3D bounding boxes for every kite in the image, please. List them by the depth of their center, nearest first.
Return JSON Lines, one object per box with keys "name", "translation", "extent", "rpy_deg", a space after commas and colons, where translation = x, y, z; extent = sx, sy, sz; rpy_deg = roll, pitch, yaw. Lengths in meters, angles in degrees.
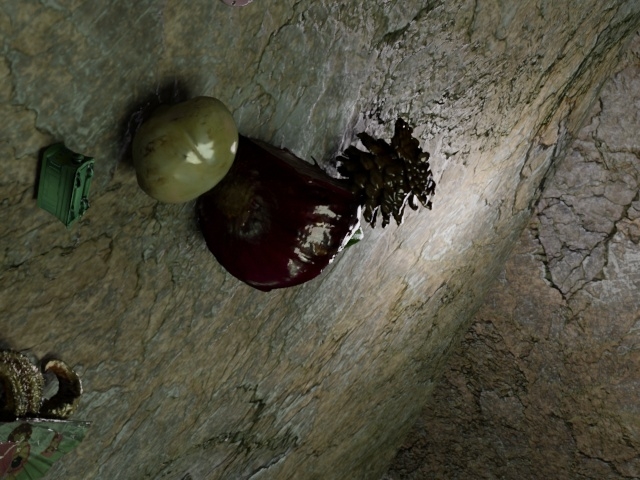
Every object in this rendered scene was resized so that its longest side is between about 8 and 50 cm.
{"name": "kite", "translation": [-0.404, 0.316, 1.158], "extent": [0.323, 0.013, 0.268], "rpy_deg": [-43, 150, -44]}

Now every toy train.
{"name": "toy train", "translation": [-0.290, -0.063, 1.021], "extent": [0.038, 0.056, 0.093], "rpy_deg": [-50, 165, -52]}

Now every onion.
{"name": "onion", "translation": [-0.061, -0.021, 1.336], "extent": [0.216, 0.207, 0.206], "rpy_deg": [10, 113, -58]}

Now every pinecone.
{"name": "pinecone", "translation": [0.110, -0.110, 1.567], "extent": [0.195, 0.150, 0.179], "rpy_deg": [-34, 110, -9]}

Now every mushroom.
{"name": "mushroom", "translation": [-0.168, -0.112, 1.106], "extent": [0.148, 0.112, 0.148], "rpy_deg": [-40, 157, -21]}

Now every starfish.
{"name": "starfish", "translation": [-0.442, 0.272, 1.180], "extent": [0.312, 0.113, 0.303], "rpy_deg": [-63, 159, 4]}

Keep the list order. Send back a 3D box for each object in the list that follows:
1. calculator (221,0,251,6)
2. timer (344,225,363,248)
{"name": "calculator", "translation": [-0.068, -0.348, 1.053], "extent": [0.166, 0.024, 0.103], "rpy_deg": [-57, 156, 16]}
{"name": "timer", "translation": [0.000, 0.000, 1.606], "extent": [0.140, 0.047, 0.128], "rpy_deg": [-22, 170, 26]}
